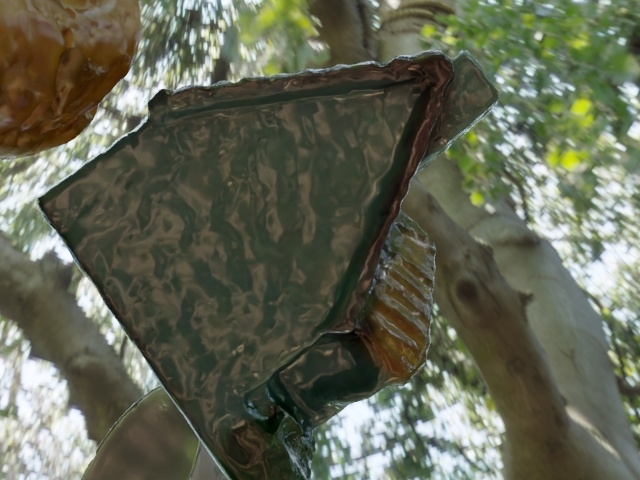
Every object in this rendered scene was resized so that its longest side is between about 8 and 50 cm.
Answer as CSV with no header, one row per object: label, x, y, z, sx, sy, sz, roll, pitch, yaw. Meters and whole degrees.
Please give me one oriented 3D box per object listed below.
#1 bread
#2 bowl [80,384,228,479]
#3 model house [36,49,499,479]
bread,-0.184,-0.132,0.663,0.120,0.236,0.198,-24,-94,25
bowl,-0.124,0.217,1.120,0.086,0.189,0.189,35,-81,-26
model house,0.000,0.000,0.858,0.249,0.280,0.230,-34,-90,-4
